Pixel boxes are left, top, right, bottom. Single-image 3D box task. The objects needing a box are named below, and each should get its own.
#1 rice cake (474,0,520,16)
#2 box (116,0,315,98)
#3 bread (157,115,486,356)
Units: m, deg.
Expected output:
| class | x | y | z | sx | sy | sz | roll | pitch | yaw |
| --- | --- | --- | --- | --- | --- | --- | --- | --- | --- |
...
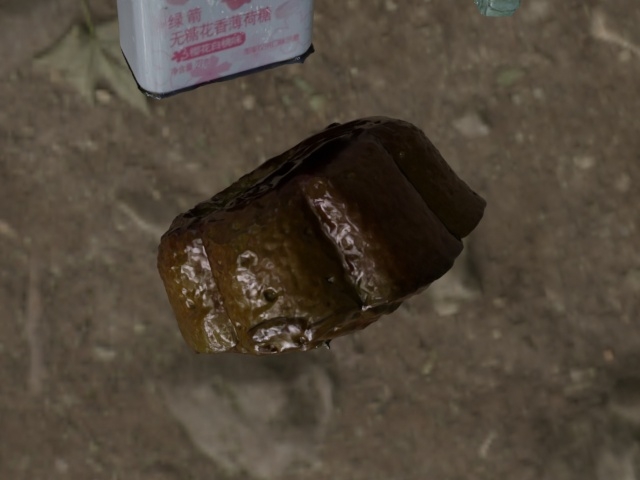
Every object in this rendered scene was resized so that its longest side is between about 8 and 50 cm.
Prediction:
| class | x | y | z | sx | sy | sz | roll | pitch | yaw |
| --- | --- | --- | --- | --- | --- | --- | --- | --- | --- |
| rice cake | 0.120 | -0.255 | 1.103 | 0.033 | 0.171 | 0.029 | -7 | 155 | -23 |
| box | -0.097 | -0.301 | 1.210 | 0.190 | 0.112 | 0.370 | -16 | 145 | -16 |
| bread | -0.012 | 0.006 | 1.035 | 0.232 | 0.246 | 0.135 | -18 | 105 | 42 |
